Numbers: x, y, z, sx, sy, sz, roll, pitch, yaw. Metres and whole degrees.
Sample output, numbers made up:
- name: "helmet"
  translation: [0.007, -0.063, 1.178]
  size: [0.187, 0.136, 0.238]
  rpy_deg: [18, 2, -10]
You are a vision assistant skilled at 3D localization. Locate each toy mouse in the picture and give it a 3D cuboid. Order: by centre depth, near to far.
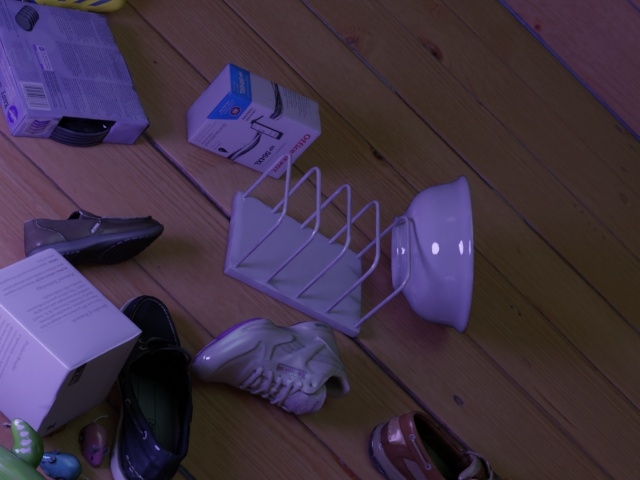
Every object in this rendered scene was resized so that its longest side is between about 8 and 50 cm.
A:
- name: "toy mouse"
  translation: [-0.333, 0.286, 1.740]
  size: [0.161, 0.031, 0.143]
  rpy_deg: [-13, 66, -49]

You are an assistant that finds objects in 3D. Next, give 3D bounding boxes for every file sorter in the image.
- name: "file sorter"
  translation: [0.000, 0.000, 2.218]
  size: [0.278, 0.173, 0.192]
  rpy_deg: [28, 40, -23]

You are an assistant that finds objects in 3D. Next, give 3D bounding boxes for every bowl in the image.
- name: "bowl"
  translation: [0.202, 0.026, 2.356]
  size: [0.134, 0.297, 0.297]
  rpy_deg: [0, 48, -1]

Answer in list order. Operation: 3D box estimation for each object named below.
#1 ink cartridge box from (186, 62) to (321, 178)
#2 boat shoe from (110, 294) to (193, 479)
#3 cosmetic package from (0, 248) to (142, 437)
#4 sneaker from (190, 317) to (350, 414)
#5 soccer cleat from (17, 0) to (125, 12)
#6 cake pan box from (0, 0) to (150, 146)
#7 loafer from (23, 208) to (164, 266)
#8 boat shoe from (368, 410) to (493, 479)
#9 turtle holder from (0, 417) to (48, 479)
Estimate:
- name: "ink cartridge box"
  translation: [-0.121, -0.216, 2.318]
  size: [0.203, 0.148, 0.085]
  rpy_deg: [21, 42, -29]
- name: "boat shoe"
  translation: [-0.238, 0.202, 1.844]
  size: [0.127, 0.113, 0.340]
  rpy_deg: [26, 41, -25]
- name: "cosmetic package"
  translation: [-0.374, 0.139, 1.710]
  size: [0.184, 0.151, 0.151]
  rpy_deg: [41, 35, 14]
- name: "sneaker"
  translation: [-0.066, 0.204, 2.009]
  size: [0.305, 0.114, 0.152]
  rpy_deg: [0, 55, -44]
- name: "soccer cleat"
  translation: [-0.478, -0.439, 2.252]
  size: [0.289, 0.093, 0.121]
  rpy_deg: [12, 79, -43]
- name: "cake pan box"
  translation: [-0.436, -0.282, 2.141]
  size: [0.246, 0.070, 0.266]
  rpy_deg: [-2, 58, -43]
- name: "loafer"
  translation: [-0.349, -0.015, 1.952]
  size: [0.251, 0.094, 0.087]
  rpy_deg: [-9, 68, -48]
- name: "boat shoe"
  translation: [0.227, 0.409, 2.102]
  size: [0.324, 0.120, 0.122]
  rpy_deg: [41, 37, -7]
- name: "turtle holder"
  translation: [-0.391, 0.378, 1.471]
  size: [0.227, 0.243, 0.320]
  rpy_deg: [-52, 137, -39]
